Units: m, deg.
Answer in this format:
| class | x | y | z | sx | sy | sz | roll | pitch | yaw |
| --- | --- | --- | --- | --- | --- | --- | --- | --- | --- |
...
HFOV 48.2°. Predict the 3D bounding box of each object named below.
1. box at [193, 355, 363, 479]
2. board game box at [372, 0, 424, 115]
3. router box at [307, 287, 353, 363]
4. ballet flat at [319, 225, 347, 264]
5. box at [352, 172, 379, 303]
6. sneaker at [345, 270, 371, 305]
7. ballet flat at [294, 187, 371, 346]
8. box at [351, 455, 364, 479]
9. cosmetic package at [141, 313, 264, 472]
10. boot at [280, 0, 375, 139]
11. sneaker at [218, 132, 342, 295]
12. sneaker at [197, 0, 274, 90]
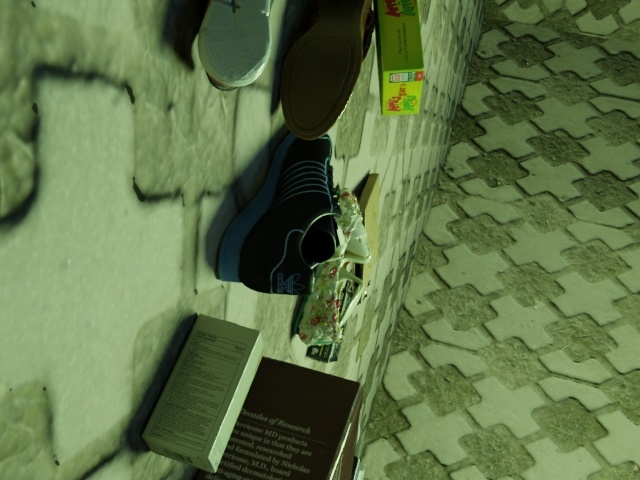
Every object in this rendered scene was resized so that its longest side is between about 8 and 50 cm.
| class | x | y | z | sx | sy | sz | roll | pitch | yaw |
| --- | --- | --- | --- | --- | --- | --- | --- | --- | --- |
| box | -0.073 | 0.326 | 0.732 | 0.381 | 0.143 | 0.191 | -60 | 159 | -49 |
| board game box | 0.081 | -0.239 | 0.779 | 0.092 | 0.043 | 0.182 | 77 | 10 | -71 |
| router box | 0.018 | 0.137 | 1.169 | 0.092 | 0.038 | 0.123 | 42 | 62 | -78 |
| ballet flat | 0.000 | 0.000 | 0.872 | 0.188 | 0.070 | 0.070 | 41 | 63 | -77 |
| box | 0.080 | -0.009 | 1.236 | 0.201 | 0.021 | 0.165 | -65 | 157 | -65 |
| sneaker | 0.063 | 0.104 | 1.331 | 0.040 | 0.043 | 0.109 | 89 | 21 | -57 |
| ballet flat | 0.031 | 0.041 | 1.029 | 0.091 | 0.077 | 0.241 | 67 | 38 | -69 |
| box | -0.036 | 0.407 | 0.973 | 0.163 | 0.142 | 0.248 | 74 | 32 | -66 |
| cosmetic package | -0.094 | 0.124 | 0.592 | 0.041 | 0.060 | 0.115 | 88 | 21 | -55 |
| boot | 0.020 | -0.193 | 0.737 | 0.152 | 0.072 | 0.197 | -8 | 114 | -82 |
| sneaker | -0.015 | -0.031 | 0.702 | 0.081 | 0.090 | 0.232 | 92 | 17 | -44 |
| sneaker | -0.054 | -0.176 | 0.491 | 0.065 | 0.061 | 0.158 | 166 | -58 | -73 |
